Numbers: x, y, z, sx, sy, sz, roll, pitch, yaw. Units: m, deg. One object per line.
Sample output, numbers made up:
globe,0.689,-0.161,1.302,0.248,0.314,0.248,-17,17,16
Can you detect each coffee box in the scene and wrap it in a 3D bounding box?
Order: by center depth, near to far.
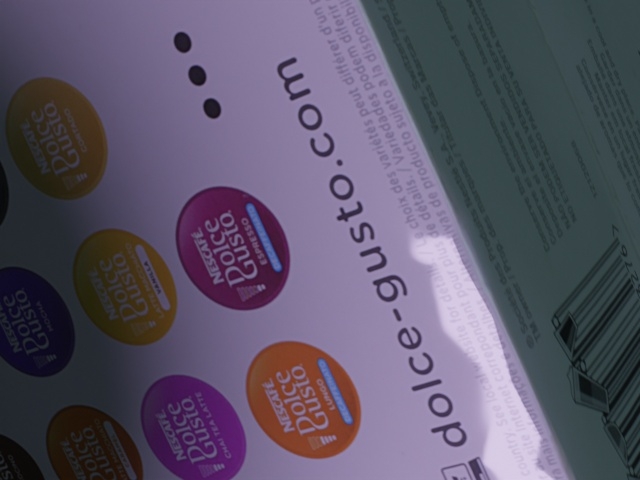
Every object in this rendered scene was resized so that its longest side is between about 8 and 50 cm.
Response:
coffee box,0.000,0.000,0.760,0.338,0.334,0.337,-35,104,-56
